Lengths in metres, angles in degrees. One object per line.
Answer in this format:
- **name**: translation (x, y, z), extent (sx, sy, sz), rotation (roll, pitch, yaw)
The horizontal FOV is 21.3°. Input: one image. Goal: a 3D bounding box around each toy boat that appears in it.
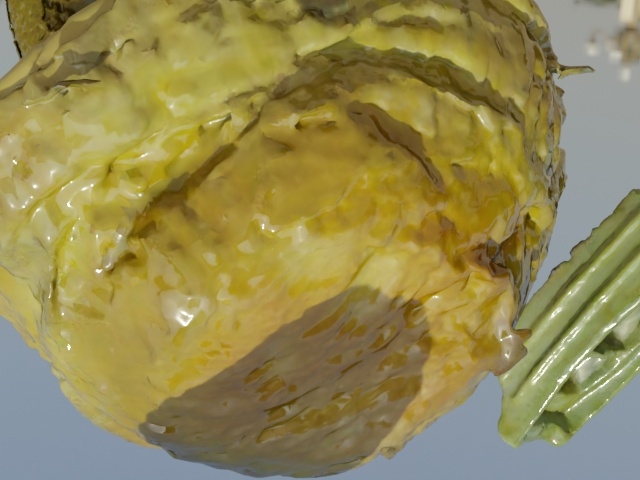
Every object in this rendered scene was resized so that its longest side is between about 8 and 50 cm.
- **toy boat**: translation (0.231, 0.042, 1.270), extent (0.111, 0.276, 0.084), rotation (10, -141, -51)

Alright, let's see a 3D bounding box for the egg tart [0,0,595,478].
- **egg tart**: translation (0.000, 0.000, 0.854), extent (0.339, 0.351, 0.153), rotation (-28, -134, -7)

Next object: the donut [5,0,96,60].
- **donut**: translation (-0.159, -0.201, 1.277), extent (0.107, 0.272, 0.272), rotation (-10, -160, -39)
